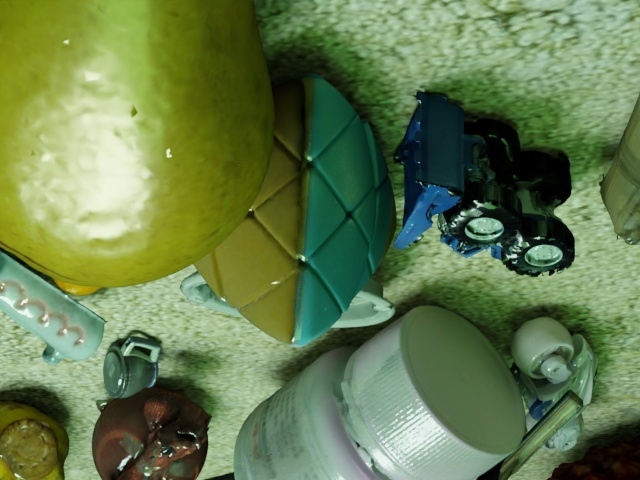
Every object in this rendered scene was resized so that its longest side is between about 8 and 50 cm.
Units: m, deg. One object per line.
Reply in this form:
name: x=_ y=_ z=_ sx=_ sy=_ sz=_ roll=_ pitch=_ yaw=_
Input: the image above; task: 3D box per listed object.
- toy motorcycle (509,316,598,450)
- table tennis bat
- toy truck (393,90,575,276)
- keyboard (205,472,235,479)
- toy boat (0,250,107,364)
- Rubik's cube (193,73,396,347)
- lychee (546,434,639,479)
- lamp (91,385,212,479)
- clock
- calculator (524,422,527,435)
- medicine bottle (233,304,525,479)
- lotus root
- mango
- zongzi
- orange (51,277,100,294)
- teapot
toy motorcycle: x=0.291 y=0.173 z=1.560 sx=0.112 sy=0.112 sz=0.254 roll=-6 pitch=143 yaw=12
table tennis bat: x=0.194 y=0.287 z=1.491 sx=0.022 sy=0.173 sz=0.301 roll=43 pitch=101 yaw=4
toy truck: x=0.144 y=-0.043 z=1.231 sx=0.208 sy=0.113 sz=0.126 roll=28 pitch=139 yaw=-31
keyboard: x=-0.092 y=0.365 z=1.908 sx=0.309 sy=0.018 sz=0.101 roll=-18 pitch=141 yaw=27
toy boat: x=-0.326 y=0.071 z=1.402 sx=0.134 sy=0.079 sz=0.207 roll=20 pitch=163 yaw=48
Rubik's cube: x=0.000 y=0.000 z=1.214 sx=0.254 sy=0.254 sz=0.254 roll=1 pitch=145 yaw=1
lychee: x=0.427 y=0.470 z=1.699 sx=0.424 sy=0.425 sz=0.500 roll=17 pitch=165 yaw=-21
lamp: x=-0.207 y=0.264 z=1.640 sx=0.151 sy=0.223 sz=0.215 roll=17 pitch=110 yaw=-30
clock: x=-0.034 y=0.048 z=1.388 sx=0.236 sy=0.053 sz=0.236 roll=7 pitch=164 yaw=2
calculator: x=0.152 y=0.243 z=1.708 sx=0.236 sy=0.033 sz=0.157 roll=24 pitch=141 yaw=-23
medicine bottle: x=0.069 y=0.237 z=1.521 sx=0.241 sy=0.241 sz=0.302 roll=27 pitch=129 yaw=-31
lotus root: x=-0.438 y=0.326 z=1.736 sx=0.193 sy=0.193 sz=0.291 roll=23 pitch=141 yaw=-27
mango: x=-0.171 y=-0.138 z=1.010 sx=0.301 sy=0.221 sz=0.445 roll=26 pitch=141 yaw=0
zongzi: x=0.371 y=-0.081 z=1.183 sx=0.197 sy=0.099 sz=0.194 roll=-7 pitch=146 yaw=-6
orange: x=-0.254 y=0.017 z=1.362 sx=0.070 sy=0.083 sz=0.083 roll=4 pitch=147 yaw=22
teapot: x=-0.231 y=0.154 z=1.586 sx=0.057 sy=0.066 sz=0.088 roll=2 pitch=127 yaw=-35
